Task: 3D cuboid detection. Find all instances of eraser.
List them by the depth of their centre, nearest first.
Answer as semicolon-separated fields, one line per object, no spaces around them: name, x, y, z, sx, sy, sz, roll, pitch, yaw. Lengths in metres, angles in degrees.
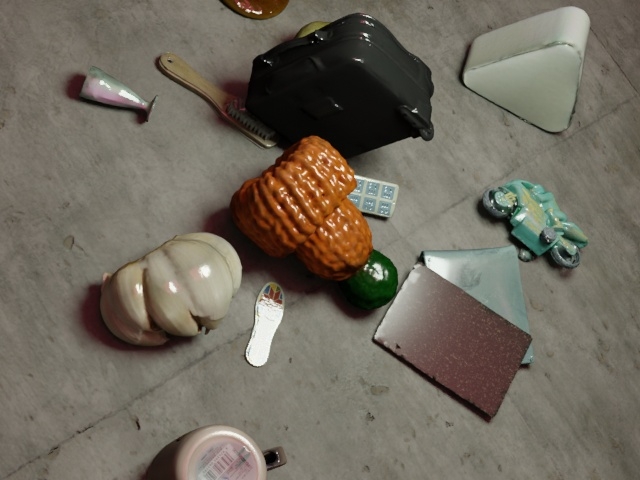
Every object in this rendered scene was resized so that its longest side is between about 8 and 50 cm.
eraser;0.575;-0.460;2.171;0.331;0.331;0.150;27;60;-10

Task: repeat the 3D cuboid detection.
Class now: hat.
hat;0.000;0.000;1.775;0.285;0.285;0.400;-36;97;-31

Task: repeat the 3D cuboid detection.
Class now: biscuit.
biscuit;-0.172;-0.642;2.085;0.212;0.036;0.212;9;66;-20

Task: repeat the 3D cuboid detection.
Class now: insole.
insole;-0.116;0.175;1.776;0.065;0.006;0.193;22;61;-13

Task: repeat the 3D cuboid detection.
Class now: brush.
brush;-0.225;-0.328;1.915;0.327;0.065;0.070;35;62;-5

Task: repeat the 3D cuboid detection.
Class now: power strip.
power strip;0.093;-0.109;1.957;0.192;0.035;0.082;12;91;-18

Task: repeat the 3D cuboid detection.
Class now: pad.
pad;0.304;0.220;1.898;0.330;0.004;0.220;34;69;-3

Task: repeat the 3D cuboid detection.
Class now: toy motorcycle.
toy motorcycle;0.541;-0.053;2.111;0.296;0.109;0.198;40;49;-1

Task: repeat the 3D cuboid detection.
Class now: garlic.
garlic;-0.272;0.103;1.641;0.281;0.184;0.203;-31;102;-32

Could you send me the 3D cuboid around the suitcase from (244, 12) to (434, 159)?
suitcase;0.039;-0.320;1.824;0.339;0.345;0.188;31;57;-41

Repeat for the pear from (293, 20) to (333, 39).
pear;0.012;-0.444;2.007;0.167;0.167;0.136;53;32;5

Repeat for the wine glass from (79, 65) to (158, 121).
wine glass;-0.433;-0.314;1.812;0.155;0.073;0.073;21;62;-13

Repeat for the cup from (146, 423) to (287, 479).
cup;-0.174;0.427;1.531;0.252;0.200;0.192;-10;72;-27

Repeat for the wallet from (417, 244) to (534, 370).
wallet;0.365;0.156;1.966;0.251;0.054;0.291;-1;75;-18
